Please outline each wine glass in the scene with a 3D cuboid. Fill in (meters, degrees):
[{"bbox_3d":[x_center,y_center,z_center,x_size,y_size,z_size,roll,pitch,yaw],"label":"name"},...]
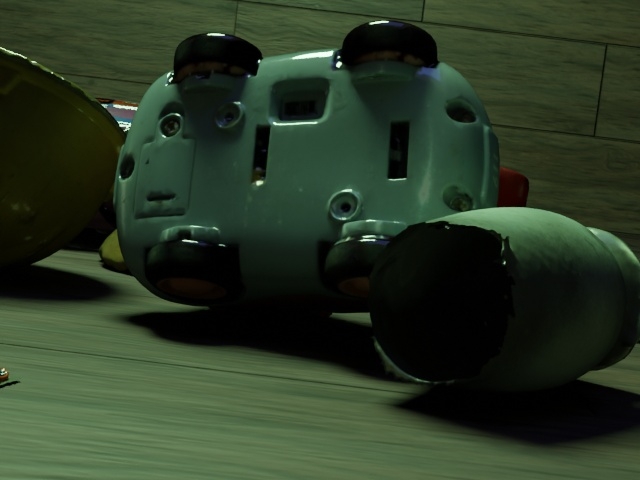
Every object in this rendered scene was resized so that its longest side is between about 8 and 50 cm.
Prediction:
[{"bbox_3d":[0.117,0.035,0.683,0.111,0.111,0.204,10,3,35],"label":"wine glass"}]

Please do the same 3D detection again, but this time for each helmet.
[{"bbox_3d":[-0.280,-0.044,0.911,0.257,0.140,0.205,-2,-34,34],"label":"helmet"}]

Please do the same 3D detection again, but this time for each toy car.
[{"bbox_3d":[0.000,-0.027,0.836,0.271,0.180,0.212,-1,-20,17],"label":"toy car"}]

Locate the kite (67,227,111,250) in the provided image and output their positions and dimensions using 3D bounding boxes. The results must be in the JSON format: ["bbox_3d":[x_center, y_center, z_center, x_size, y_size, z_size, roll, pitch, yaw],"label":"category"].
[{"bbox_3d":[-0.215,-0.007,1.317,0.152,0.015,0.285,10,5,29],"label":"kite"}]

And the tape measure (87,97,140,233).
[{"bbox_3d":[-0.213,-0.075,1.275,0.232,0.149,0.245,6,13,-4],"label":"tape measure"}]

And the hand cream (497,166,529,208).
[{"bbox_3d":[0.167,-0.038,1.479,0.193,0.125,0.193,11,0,0],"label":"hand cream"}]

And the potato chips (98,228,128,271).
[{"bbox_3d":[-0.105,0.003,1.090,0.208,0.061,0.195,12,8,29],"label":"potato chips"}]

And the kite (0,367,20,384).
[{"bbox_3d":[-0.247,0.053,0.507,0.234,0.016,0.321,4,6,-33],"label":"kite"}]
